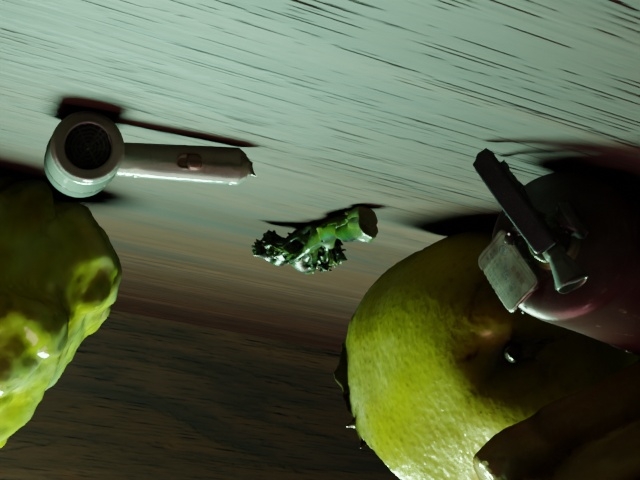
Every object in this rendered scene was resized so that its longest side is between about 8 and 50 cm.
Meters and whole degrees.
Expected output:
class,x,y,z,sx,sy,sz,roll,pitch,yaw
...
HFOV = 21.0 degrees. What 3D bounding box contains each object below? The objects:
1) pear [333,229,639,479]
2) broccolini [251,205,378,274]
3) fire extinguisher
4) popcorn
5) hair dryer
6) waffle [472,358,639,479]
class,x,y,z,sx,sy,sz,roll,pitch,yaw
pear,0.144,0.078,1.332,0.267,0.267,0.178,8,151,5
broccolini,0.004,0.007,1.444,0.071,0.057,0.254,-34,-173,-12
fire extinguisher,0.170,0.010,1.085,0.105,0.105,0.269,5,173,28
popcorn,-0.332,0.083,1.523,0.293,0.292,0.334,0,176,24
hair dryer,-0.107,-0.051,1.107,0.137,0.047,0.082,4,174,-13
waffle,0.280,0.159,1.253,0.327,0.098,0.224,-28,142,-5
